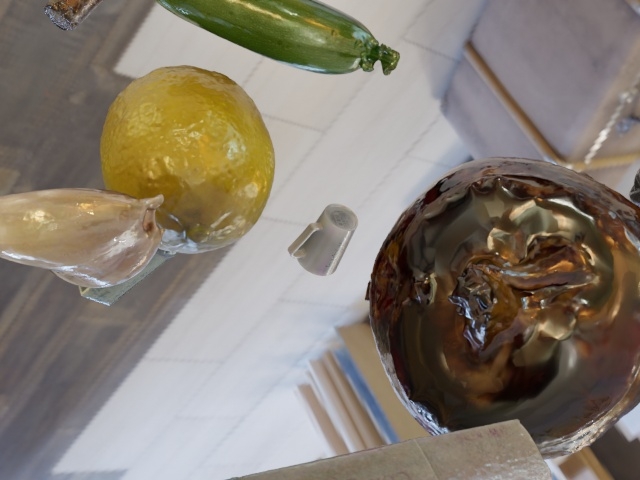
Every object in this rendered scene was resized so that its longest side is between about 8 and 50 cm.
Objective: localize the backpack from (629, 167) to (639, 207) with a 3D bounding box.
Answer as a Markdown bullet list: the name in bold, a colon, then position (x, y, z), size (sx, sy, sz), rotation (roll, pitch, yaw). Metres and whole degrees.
- **backpack**: position (0.613, -0.135, 1.267), size (0.363, 0.255, 0.446), rotation (-51, 173, -6)

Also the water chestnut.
- **water chestnut**: position (0.201, 0.074, 1.044), size (0.350, 0.350, 0.302), rotation (-38, 165, 14)

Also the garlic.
- **garlic**: position (-0.287, -0.001, 1.135), size (0.228, 0.110, 0.217), rotation (-7, 168, 43)

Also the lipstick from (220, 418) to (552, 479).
- **lipstick**: position (0.030, 0.203, 0.737), size (0.317, 0.066, 0.068), rotation (-5, 138, -29)

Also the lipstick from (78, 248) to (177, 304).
- **lipstick**: position (-0.285, 0.002, 1.596), size (0.289, 0.077, 0.076), rotation (-38, 142, 24)

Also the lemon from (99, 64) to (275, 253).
- **lemon**: position (-0.190, -0.121, 1.387), size (0.245, 0.320, 0.245), rotation (-9, 140, -8)

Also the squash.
- **squash**: position (-0.072, -0.302, 1.323), size (0.378, 0.101, 0.101), rotation (22, 138, 5)

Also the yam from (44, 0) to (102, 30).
- **yam**: position (-0.484, -0.491, 1.963), size (0.141, 0.079, 0.079), rotation (-51, 153, -20)

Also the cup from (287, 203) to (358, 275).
- **cup**: position (0.000, 0.000, 1.608), size (0.104, 0.074, 0.116), rotation (-3, 141, -31)
